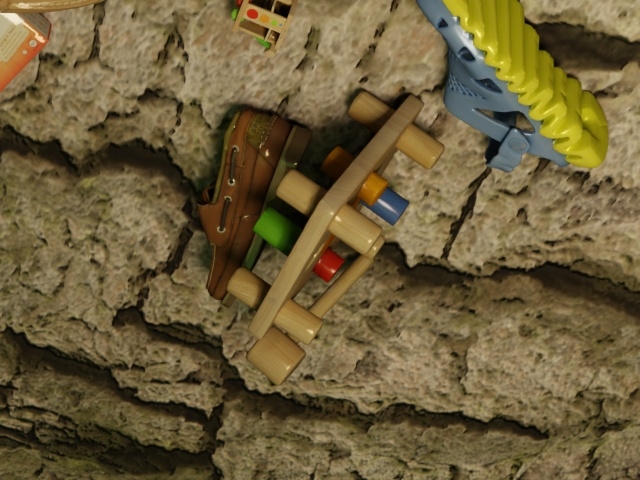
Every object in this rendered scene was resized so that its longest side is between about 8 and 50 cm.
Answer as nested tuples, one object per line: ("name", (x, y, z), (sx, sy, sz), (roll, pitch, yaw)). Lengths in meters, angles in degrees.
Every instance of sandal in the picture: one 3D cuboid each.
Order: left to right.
("sandal", (0.191, -0.176, 1.367), (0.138, 0.126, 0.317), (-20, 127, 35))

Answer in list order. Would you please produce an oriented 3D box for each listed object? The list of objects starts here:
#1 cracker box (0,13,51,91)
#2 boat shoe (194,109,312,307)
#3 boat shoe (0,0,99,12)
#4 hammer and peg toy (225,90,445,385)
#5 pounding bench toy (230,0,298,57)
("cracker box", (-0.451, -0.262, 1.417), (0.156, 0.067, 0.232), (-43, 115, 14))
("boat shoe", (-0.106, -0.045, 1.588), (0.104, 0.110, 0.307), (23, 127, -2))
("boat shoe", (-0.380, -0.288, 1.309), (0.341, 0.110, 0.121), (0, 122, -10))
("hammer and peg toy", (0.000, 0.000, 1.508), (0.127, 0.266, 0.361), (35, 136, 4))
("pounding bench toy", (-0.070, -0.250, 1.395), (0.065, 0.052, 0.083), (20, 136, -8))
